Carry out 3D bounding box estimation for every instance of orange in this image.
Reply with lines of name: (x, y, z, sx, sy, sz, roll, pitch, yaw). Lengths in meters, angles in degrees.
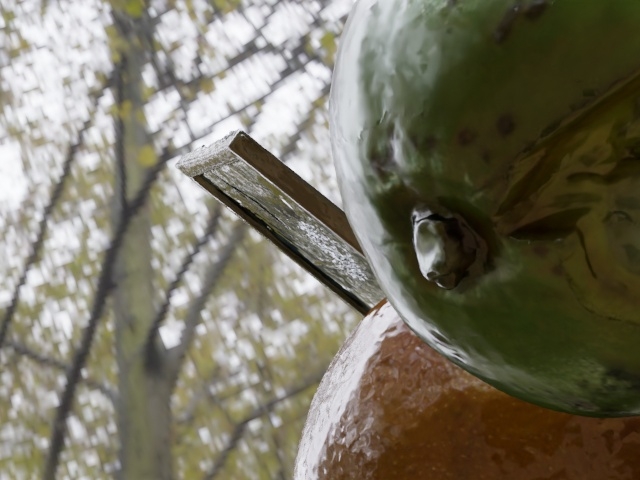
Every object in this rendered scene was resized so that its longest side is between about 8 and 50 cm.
orange: (0.111, 0.144, 1.122, 0.264, 0.264, 0.264, -8, -58, -14)

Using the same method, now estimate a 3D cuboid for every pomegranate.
pomegranate: (0.148, -0.065, 0.806, 0.302, 0.236, 0.236, -34, -53, -20)

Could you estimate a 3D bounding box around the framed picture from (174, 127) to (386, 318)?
framed picture: (0.000, 0.000, 1.492, 0.232, 0.315, 0.024, 39, -96, -7)
